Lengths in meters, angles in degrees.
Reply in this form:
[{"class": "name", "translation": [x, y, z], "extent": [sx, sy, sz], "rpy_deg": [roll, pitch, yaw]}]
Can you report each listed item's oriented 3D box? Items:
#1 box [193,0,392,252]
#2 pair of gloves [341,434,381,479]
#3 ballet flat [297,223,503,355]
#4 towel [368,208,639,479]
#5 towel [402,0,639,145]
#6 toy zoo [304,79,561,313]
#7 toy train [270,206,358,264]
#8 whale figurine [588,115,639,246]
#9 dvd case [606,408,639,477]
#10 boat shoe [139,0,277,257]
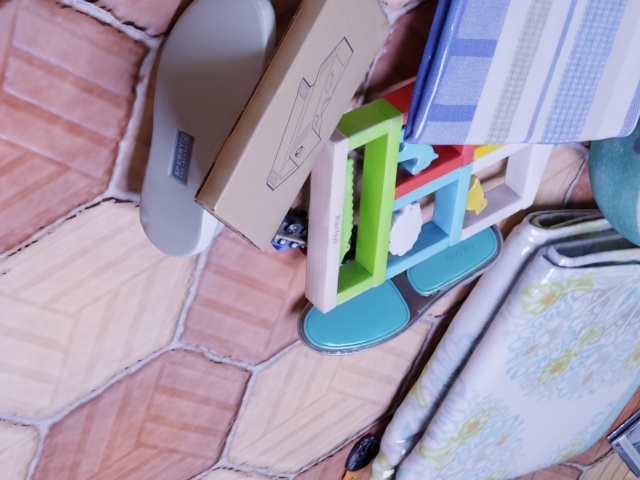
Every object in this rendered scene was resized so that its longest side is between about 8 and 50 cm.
[{"class": "box", "translation": [-0.015, -0.096, 1.187], "extent": [0.201, 0.021, 0.164], "rpy_deg": [-62, 165, -4]}, {"class": "pair of gloves", "translation": [0.064, 0.227, 1.777], "extent": [0.083, 0.010, 0.074], "rpy_deg": [-11, 140, -33]}, {"class": "ballet flat", "translation": [0.073, 0.046, 1.517], "extent": [0.213, 0.072, 0.068], "rpy_deg": [-29, 177, -11]}, {"class": "towel", "translation": [0.239, 0.118, 1.749], "extent": [0.320, 0.090, 0.374], "rpy_deg": [-4, 133, -43]}, {"class": "towel", "translation": [0.193, -0.176, 1.348], "extent": [0.285, 0.034, 0.209], "rpy_deg": [-6, 120, -42]}, {"class": "toy zoo", "translation": [0.113, -0.070, 1.416], "extent": [0.293, 0.030, 0.192], "rpy_deg": [-27, 141, -28]}, {"class": "toy train", "translation": [0.000, 0.000, 1.421], "extent": [0.036, 0.027, 0.158], "rpy_deg": [-40, 150, 22]}, {"class": "whale figurine", "translation": [0.347, -0.122, 1.554], "extent": [0.216, 0.141, 0.272], "rpy_deg": [28, 85, -56]}, {"class": "dvd case", "translation": [0.483, 0.219, 2.184], "extent": [0.221, 0.018, 0.164], "rpy_deg": [-40, 148, 2]}, {"class": "boat shoe", "translation": [-0.073, -0.093, 1.199], "extent": [0.081, 0.079, 0.227], "rpy_deg": [-38, 153, -52]}]
